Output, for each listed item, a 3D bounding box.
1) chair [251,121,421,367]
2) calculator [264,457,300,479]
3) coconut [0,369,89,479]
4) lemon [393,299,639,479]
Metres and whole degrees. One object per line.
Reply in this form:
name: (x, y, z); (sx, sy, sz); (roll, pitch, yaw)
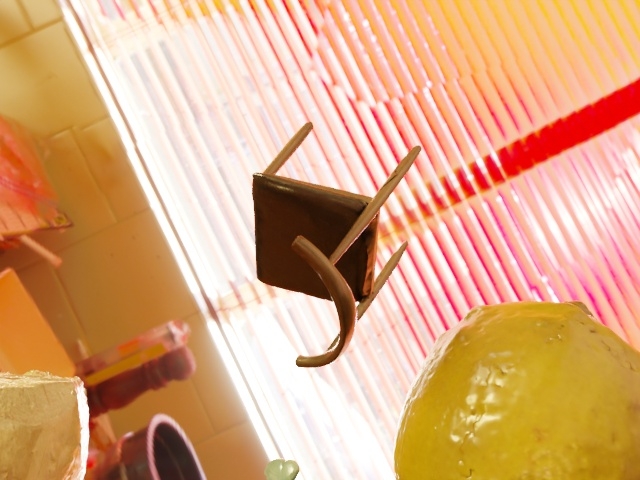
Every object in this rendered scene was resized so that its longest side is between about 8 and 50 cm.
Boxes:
chair: (0.000, 0.000, 0.758); (0.272, 0.167, 0.188); (-58, 157, -47)
calculator: (-0.080, 0.527, 1.113); (0.042, 0.184, 0.295); (44, 38, -36)
coconut: (-0.530, 0.347, 1.036); (0.297, 0.298, 0.254); (91, 0, -84)
lemon: (0.206, 0.199, 0.635); (0.260, 0.284, 0.260); (42, -24, 24)
